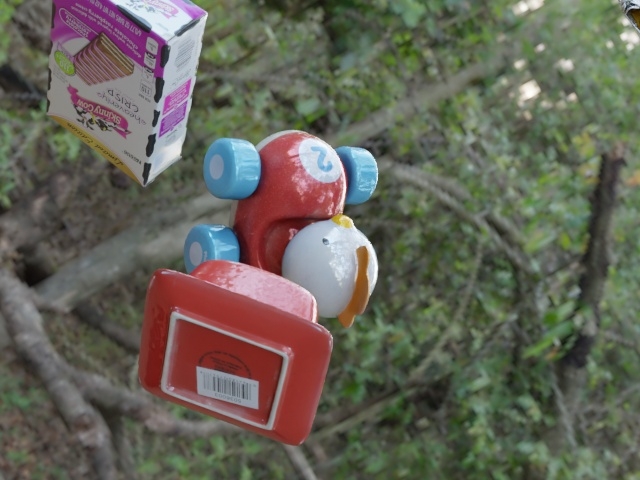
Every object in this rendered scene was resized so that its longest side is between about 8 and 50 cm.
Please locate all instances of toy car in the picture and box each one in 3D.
[{"bbox_3d":[0.000,0.000,1.477,0.219,0.210,0.238,1,23,-38],"label":"toy car"}]

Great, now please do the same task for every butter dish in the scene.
[{"bbox_3d":[-0.063,0.074,1.077,0.118,0.160,0.159,-65,172,-48],"label":"butter dish"}]

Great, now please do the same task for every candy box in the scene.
[{"bbox_3d":[-0.219,-0.191,1.386,0.159,0.071,0.233,36,-37,15],"label":"candy box"}]

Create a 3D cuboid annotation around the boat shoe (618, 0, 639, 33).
[{"bbox_3d":[0.432,-0.321,1.736,0.035,0.035,0.100,0,62,-52],"label":"boat shoe"}]
